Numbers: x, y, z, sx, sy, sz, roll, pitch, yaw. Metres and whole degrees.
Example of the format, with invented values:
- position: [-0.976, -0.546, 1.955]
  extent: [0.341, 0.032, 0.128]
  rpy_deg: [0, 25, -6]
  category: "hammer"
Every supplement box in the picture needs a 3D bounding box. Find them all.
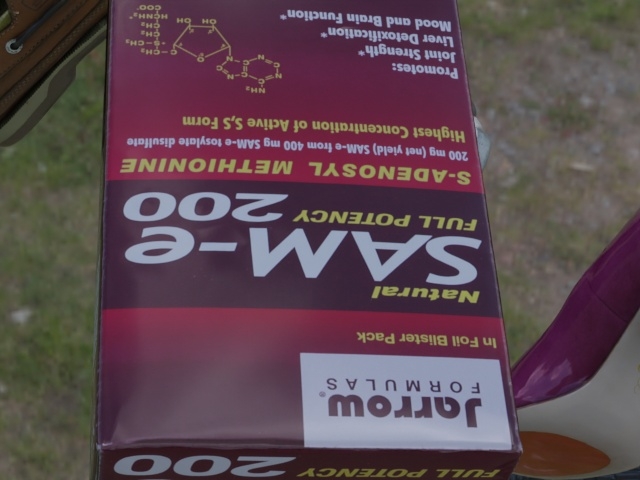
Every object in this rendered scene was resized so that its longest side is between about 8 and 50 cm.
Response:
- position: [-0.013, -0.017, 0.525]
  extent: [0.130, 0.073, 0.239]
  rpy_deg: [1, 55, -8]
  category: "supplement box"

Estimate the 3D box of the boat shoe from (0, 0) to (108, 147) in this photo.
- position: [-0.171, -0.175, 0.918]
  extent: [0.104, 0.307, 0.111]
  rpy_deg: [5, 39, -50]
  category: "boat shoe"

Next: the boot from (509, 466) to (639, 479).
- position: [0.325, 0.241, 1.835]
  extent: [0.338, 0.118, 0.222]
  rpy_deg: [4, 8, 34]
  category: "boot"

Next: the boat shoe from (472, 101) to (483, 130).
- position: [0.056, -0.074, 1.399]
  extent: [0.112, 0.335, 0.096]
  rpy_deg: [-21, 77, -23]
  category: "boat shoe"

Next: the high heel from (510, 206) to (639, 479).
- position: [0.231, 0.059, 1.132]
  extent: [0.127, 0.377, 0.181]
  rpy_deg: [25, 58, -17]
  category: "high heel"

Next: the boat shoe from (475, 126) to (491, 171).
- position: [0.000, 0.001, 1.186]
  extent: [0.103, 0.320, 0.118]
  rpy_deg: [37, 37, -12]
  category: "boat shoe"
